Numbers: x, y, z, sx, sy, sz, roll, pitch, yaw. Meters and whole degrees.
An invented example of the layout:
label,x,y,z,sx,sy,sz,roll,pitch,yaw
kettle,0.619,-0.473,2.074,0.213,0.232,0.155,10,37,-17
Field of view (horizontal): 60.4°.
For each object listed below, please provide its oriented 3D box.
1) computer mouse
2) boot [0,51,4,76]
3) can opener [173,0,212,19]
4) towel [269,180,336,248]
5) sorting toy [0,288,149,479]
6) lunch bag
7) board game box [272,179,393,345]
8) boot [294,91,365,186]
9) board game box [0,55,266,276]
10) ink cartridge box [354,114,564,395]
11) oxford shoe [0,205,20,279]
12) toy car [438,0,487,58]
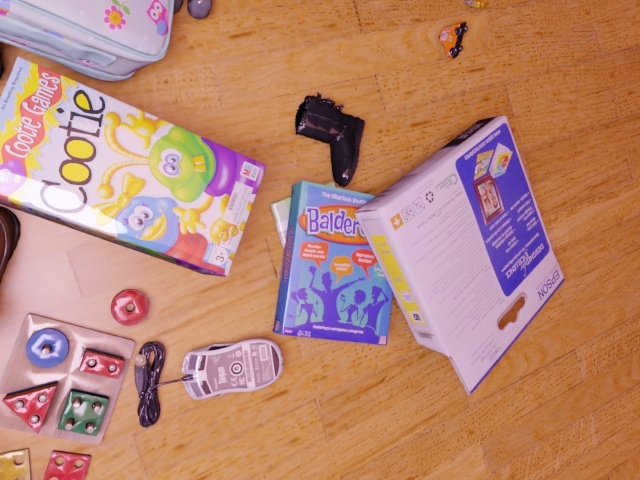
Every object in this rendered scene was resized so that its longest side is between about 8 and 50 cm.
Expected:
label,x,y,z,sx,sy,sz,roll,pitch,yaw
computer mouse,-0.145,0.176,0.728,0.192,0.042,0.106,-6,86,-17
boot,-0.525,-0.257,0.530,0.347,0.131,0.260,-13,94,-23
can opener,-0.162,-0.441,0.707,0.075,0.095,0.284,4,87,-22
towel,0.000,0.000,0.802,0.113,0.023,0.152,-22,97,-23
sorting toy,-0.309,0.178,0.655,0.132,0.046,0.275,21,81,-21
lunch bag,-0.294,-0.305,0.587,0.279,0.107,0.224,11,78,-49
board game box,0.027,0.034,0.776,0.160,0.047,0.210,9,83,-21
boot,0.009,-0.147,0.798,0.099,0.045,0.121,20,73,-24
board game box,-0.228,-0.069,0.643,0.275,0.142,0.144,21,80,-21
ink cartridge box,0.228,0.013,0.831,0.303,0.072,0.307,-37,111,-31
oxford shoe,-0.395,0.068,0.596,0.082,0.096,0.227,13,85,-24
toy car,0.232,-0.353,0.914,0.040,0.060,0.122,24,54,23
